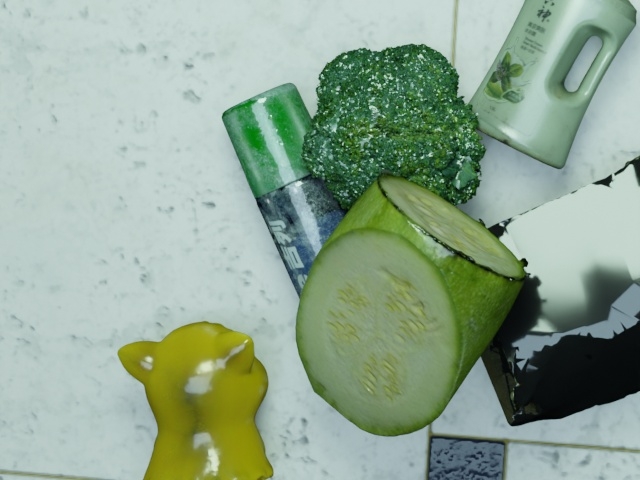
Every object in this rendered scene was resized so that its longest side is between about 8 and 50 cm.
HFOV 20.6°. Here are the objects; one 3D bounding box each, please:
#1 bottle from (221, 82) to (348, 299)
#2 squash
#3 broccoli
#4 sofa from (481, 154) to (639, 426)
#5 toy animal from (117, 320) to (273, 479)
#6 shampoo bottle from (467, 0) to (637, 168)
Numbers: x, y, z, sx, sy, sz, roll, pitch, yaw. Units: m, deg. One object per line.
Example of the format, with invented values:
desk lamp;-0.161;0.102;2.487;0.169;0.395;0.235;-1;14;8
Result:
bottle;0.000;0.000;1.849;0.093;0.093;0.330;-24;92;9
squash;0.061;0.084;1.696;0.189;0.189;0.260;36;107;3
broccoli;0.075;-0.109;1.790;0.195;0.156;0.195;-7;72;22
sofa;0.276;0.057;1.805;0.258;0.182;0.200;-24;74;9
toy animal;-0.125;0.204;1.865;0.156;0.156;0.229;-7;98;8
shampoo bottle;0.247;-0.201;1.798;0.118;0.087;0.234;29;99;13
